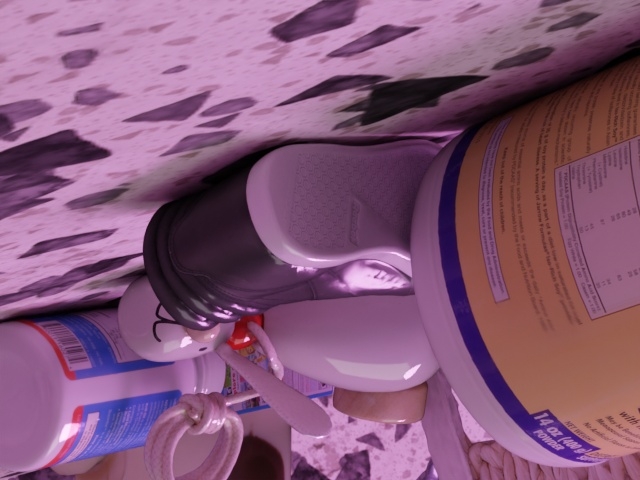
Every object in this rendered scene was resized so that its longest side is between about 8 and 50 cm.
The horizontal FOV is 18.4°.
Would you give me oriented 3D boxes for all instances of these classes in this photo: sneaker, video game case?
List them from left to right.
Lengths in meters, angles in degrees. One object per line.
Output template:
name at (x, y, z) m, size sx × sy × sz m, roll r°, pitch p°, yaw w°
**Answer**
video game case at (-0.043, 0.092, 1.799) m, size 0.015 × 0.119 × 0.166 m, roll 4°, pitch -174°, yaw 37°
sneaker at (0.000, 0.000, 1.309) m, size 0.147 × 0.105 × 0.295 m, roll -19°, pitch 166°, yaw 34°

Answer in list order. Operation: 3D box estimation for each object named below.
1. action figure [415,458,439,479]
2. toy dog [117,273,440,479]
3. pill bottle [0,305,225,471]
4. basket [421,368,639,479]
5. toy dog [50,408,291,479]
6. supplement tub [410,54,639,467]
action figure at (0.114, 0.372, 1.892) m, size 0.276 × 0.248 × 0.370 m, roll -45°, pitch 164°, yaw 8°
toy dog at (0.010, 0.083, 1.623) m, size 0.333 × 0.220 × 0.161 m, roll -22°, pitch -160°, yaw -38°
pill bottle at (-0.185, 0.119, 1.663) m, size 0.124 × 0.124 × 0.221 m, roll -22°, pitch 169°, yaw 37°
basket at (0.270, 0.123, 1.823) m, size 0.266 × 0.328 × 0.331 m, roll -26°, pitch 161°, yaw 31°
toy dog at (-0.108, 0.292, 1.995) m, size 0.395 × 0.408 × 0.284 m, roll -22°, pitch 171°, yaw 37°
supplement tub at (0.248, -0.008, 1.222) m, size 0.331 × 0.241 × 0.241 m, roll -22°, pitch 171°, yaw 38°
